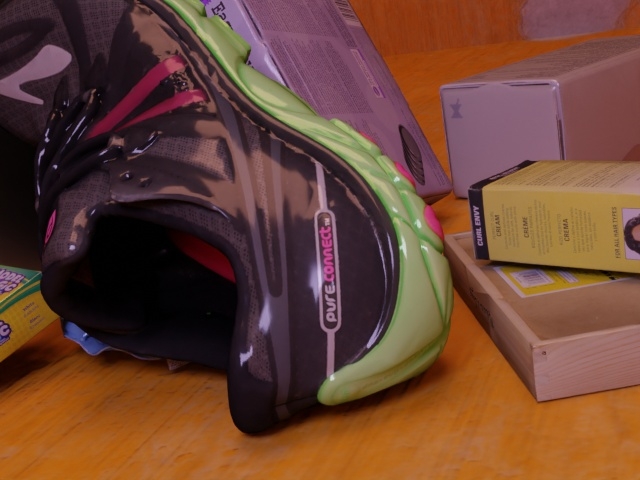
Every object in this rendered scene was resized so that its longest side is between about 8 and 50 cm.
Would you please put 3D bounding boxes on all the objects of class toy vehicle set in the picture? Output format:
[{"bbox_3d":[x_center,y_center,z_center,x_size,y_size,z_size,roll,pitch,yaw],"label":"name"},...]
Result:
[{"bbox_3d":[0.190,0.031,0.750,0.166,0.035,0.267,-9,15,-2],"label":"toy vehicle set"}]

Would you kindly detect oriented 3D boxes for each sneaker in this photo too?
[{"bbox_3d":[-0.127,-0.047,0.748,0.202,0.185,0.483,-30,46,-29],"label":"sneaker"}]

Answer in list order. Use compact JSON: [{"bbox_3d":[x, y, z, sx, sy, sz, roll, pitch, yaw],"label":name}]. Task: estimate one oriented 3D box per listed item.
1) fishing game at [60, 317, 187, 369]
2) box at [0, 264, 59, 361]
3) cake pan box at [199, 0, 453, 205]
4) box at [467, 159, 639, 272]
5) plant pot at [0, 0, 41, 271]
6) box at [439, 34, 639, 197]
[{"bbox_3d":[-0.105,0.053,0.837,0.264,0.041,0.189,-5,21,6],"label":"fishing game"},{"bbox_3d":[-0.266,0.068,0.775,0.105,0.043,0.179,5,34,43],"label":"box"},{"bbox_3d":[-0.004,-0.134,0.977,0.070,0.267,0.246,-31,-5,24],"label":"cake pan box"},{"bbox_3d":[0.218,-0.017,0.724,0.232,0.058,0.087,4,19,41],"label":"box"},{"bbox_3d":[-0.229,-0.107,1.075,0.323,0.323,0.280,-7,-1,7],"label":"plant pot"},{"bbox_3d":[0.279,-0.140,1.175,0.148,0.121,0.311,6,21,44],"label":"box"}]
